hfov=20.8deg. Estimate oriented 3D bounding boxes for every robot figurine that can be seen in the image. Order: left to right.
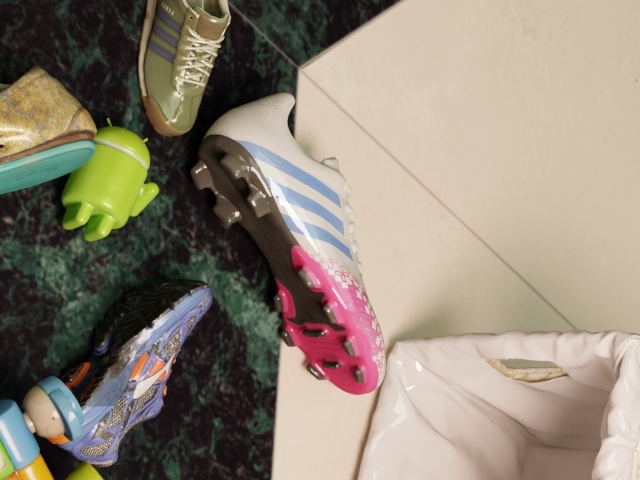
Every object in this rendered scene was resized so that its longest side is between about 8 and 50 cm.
[{"bbox_3d":[-0.202,-0.057,1.644,0.101,0.067,0.115,29,67,-23],"label":"robot figurine"}]

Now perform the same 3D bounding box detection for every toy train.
[{"bbox_3d":[-0.243,0.252,1.538,0.143,0.105,0.248,-31,107,-22],"label":"toy train"}]

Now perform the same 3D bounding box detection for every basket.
[{"bbox_3d":[0.233,0.293,1.819,0.266,0.328,0.331,34,63,-39],"label":"basket"}]

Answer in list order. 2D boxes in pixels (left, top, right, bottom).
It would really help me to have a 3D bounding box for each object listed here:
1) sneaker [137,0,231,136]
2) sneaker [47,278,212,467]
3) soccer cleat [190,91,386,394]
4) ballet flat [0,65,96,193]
[{"bbox_3d":[-0.128,-0.201,1.707,0.064,0.086,0.192,6,83,-41],"label":"sneaker"},{"bbox_3d":[-0.177,0.123,1.655,0.221,0.083,0.087,-49,126,-23],"label":"sneaker"},{"bbox_3d":[0.000,0.000,1.783,0.143,0.116,0.331,-43,113,-34],"label":"soccer cleat"},{"bbox_3d":[-0.352,-0.069,1.498,0.349,0.123,0.123,-25,103,-39],"label":"ballet flat"}]
